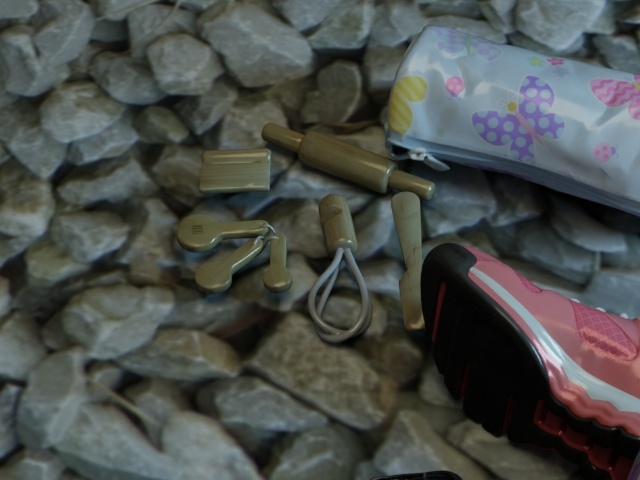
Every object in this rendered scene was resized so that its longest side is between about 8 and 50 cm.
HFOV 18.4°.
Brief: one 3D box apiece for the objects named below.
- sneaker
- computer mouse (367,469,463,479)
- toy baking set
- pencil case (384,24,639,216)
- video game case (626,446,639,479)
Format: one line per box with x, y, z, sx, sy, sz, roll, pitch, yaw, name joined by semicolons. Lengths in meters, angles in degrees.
0.209;0.102;1.473;0.314;0.116;0.136;40;50;23;sneaker
-0.012;0.199;1.407;0.242;0.041;0.071;-16;30;-14;computer mouse
0.002;-0.005;1.618;0.256;0.030;0.197;18;53;18;toy baking set
0.190;-0.094;1.633;0.273;0.113;0.124;15;44;14;pencil case
0.251;0.277;1.274;0.196;0.026;0.274;33;58;-7;video game case
